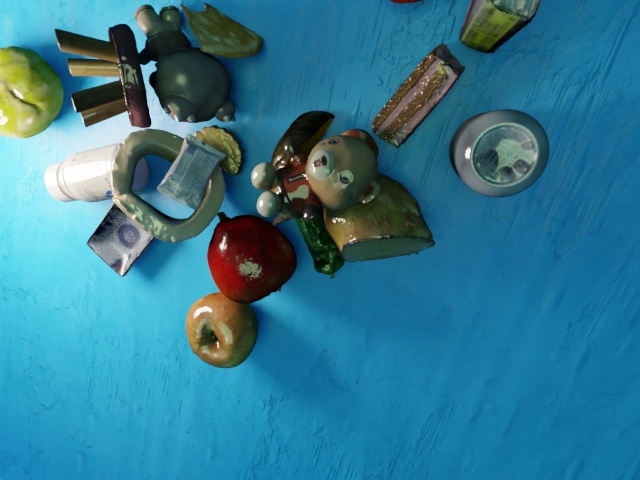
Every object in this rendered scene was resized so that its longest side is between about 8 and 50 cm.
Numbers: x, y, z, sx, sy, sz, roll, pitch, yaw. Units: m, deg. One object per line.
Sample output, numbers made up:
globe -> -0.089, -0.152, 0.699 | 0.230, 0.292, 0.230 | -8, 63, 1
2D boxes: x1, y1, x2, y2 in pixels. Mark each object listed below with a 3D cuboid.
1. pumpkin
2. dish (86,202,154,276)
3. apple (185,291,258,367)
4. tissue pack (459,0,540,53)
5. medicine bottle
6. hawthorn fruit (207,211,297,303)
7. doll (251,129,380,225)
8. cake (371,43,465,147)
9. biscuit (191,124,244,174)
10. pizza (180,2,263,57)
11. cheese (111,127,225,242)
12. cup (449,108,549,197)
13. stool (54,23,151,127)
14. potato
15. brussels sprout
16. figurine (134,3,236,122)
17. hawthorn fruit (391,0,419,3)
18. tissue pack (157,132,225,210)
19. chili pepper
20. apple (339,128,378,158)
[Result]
pumpkin -> -0.088, -0.271, 1.197 | 0.111, 0.163, 0.278 | 34, 109, 7
dish -> -0.682, -0.015, 1.443 | 0.182, 0.080, 0.243 | 44, 112, -2
apple -> -0.330, 0.300, 1.398 | 0.261, 0.194, 0.260 | 3, 104, 11
tissue pack -> 0.421, -0.584, 0.871 | 0.124, 0.394, 0.288 | 24, 108, 5
medicine bottle -> -0.735, -0.215, 1.351 | 0.293, 0.170, 0.170 | -8, 104, 16
hawthorn fruit -> -0.224, 0.038, 1.272 | 0.265, 0.265, 0.307 | -32, 83, 19
doll -> -0.008, -0.151, 1.069 | 0.330, 0.174, 0.235 | -19, 62, 17
cake -> 0.262, -0.391, 1.122 | 0.116, 0.113, 0.295 | 41, 116, 1
biscuit -> -0.308, -0.294, 1.292 | 0.183, 0.061, 0.118 | 40, 108, -3
pizza -> -0.298, -0.596, 1.166 | 0.262, 0.181, 0.034 | 39, 144, 9
cheese -> -0.465, -0.160, 1.230 | 0.332, 0.153, 0.292 | 35, 75, -16
cup -> 0.434, -0.219, 1.018 | 0.206, 0.312, 0.205 | 4, 105, 14
stool -> -0.574, -0.433, 1.105 | 0.179, 0.272, 0.272 | -14, 105, -21
potato -> 0.155, -0.083, 1.167 | 0.289, 0.301, 0.237 | -2, 76, -6
brussels sprout -> -0.977, -0.464, 1.293 | 0.317, 0.242, 0.273 | 9, 101, 13
figurine -> -0.396, -0.504, 1.184 | 0.203, 0.248, 0.380 | -32, 83, 34
hawthorn fruit -> 0.206, -0.682, 0.999 | 0.299, 0.211, 0.211 | -17, 102, 26
tissue pack -> -0.369, -0.197, 1.177 | 0.123, 0.026, 0.193 | 28, 77, -19
chili pepper -> 0.000, 0.000, 1.269 | 0.099, 0.136, 0.270 | -19, 110, 9
apple -> 0.105, -0.262, 1.178 | 0.102, 0.126, 0.126 | -34, 97, -3
